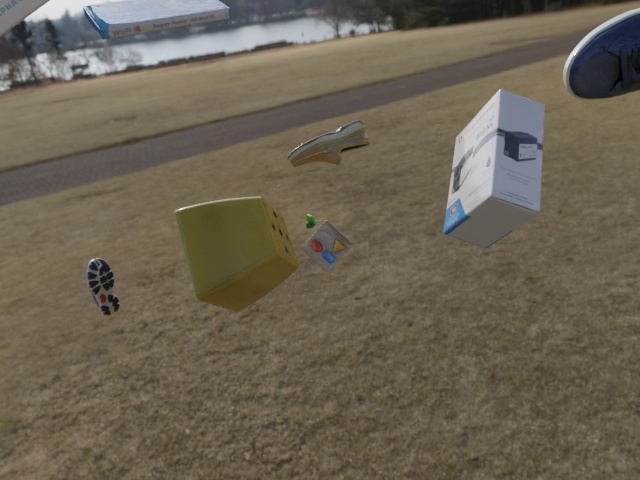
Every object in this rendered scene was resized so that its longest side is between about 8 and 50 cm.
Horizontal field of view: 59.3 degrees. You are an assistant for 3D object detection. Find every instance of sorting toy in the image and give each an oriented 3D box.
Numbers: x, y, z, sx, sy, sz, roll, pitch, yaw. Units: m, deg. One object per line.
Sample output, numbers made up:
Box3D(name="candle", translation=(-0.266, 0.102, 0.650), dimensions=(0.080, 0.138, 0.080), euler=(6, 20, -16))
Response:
Box3D(name="sorting toy", translation=(0.000, 0.000, 0.864), dimensions=(0.062, 0.083, 0.012), euler=(-48, -5, 10))

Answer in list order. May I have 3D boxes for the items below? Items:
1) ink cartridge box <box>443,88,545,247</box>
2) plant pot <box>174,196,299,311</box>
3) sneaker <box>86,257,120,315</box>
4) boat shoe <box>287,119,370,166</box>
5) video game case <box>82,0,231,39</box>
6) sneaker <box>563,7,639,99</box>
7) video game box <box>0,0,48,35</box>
Box3D(name="ink cartridge box", translation=(0.420, -0.170, 1.365), dimensions=(0.129, 0.223, 0.307), euler=(18, 64, -9))
Box3D(name="plant pot", translation=(-0.170, 0.018, 1.255), dimensions=(0.187, 0.212, 0.212), euler=(-22, -19, 10))
Box3D(name="sneaker", translation=(-0.571, 0.118, 1.440), dimensions=(0.071, 0.169, 0.068), euler=(25, 39, 33))
Box3D(name="boat shoe", translation=(0.023, -0.197, 1.234), dimensions=(0.190, 0.072, 0.068), euler=(-26, 0, -9))
Box3D(name="video game case", translation=(-0.218, -0.303, 0.745), dimensions=(0.166, 0.015, 0.119), euler=(-19, 42, -22))
Box3D(name="sneaker", translation=(0.564, -0.292, 0.856), dimensions=(0.350, 0.131, 0.148), euler=(-17, 32, 13))
Box3D(name="video game box", translation=(-0.300, -0.210, 0.492), dimensions=(0.187, 0.048, 0.205), euler=(-35, 39, -2))
